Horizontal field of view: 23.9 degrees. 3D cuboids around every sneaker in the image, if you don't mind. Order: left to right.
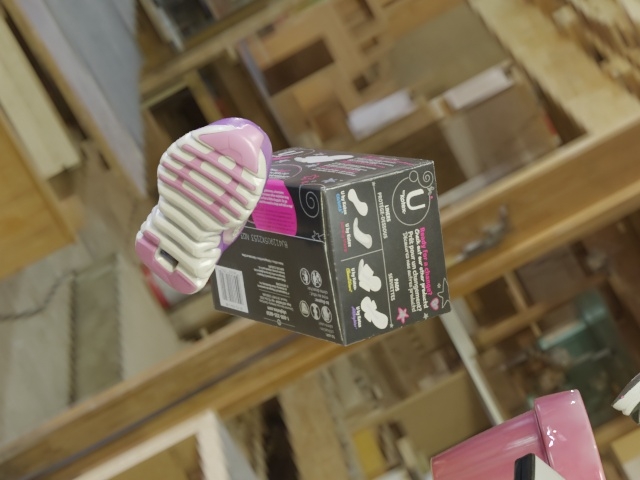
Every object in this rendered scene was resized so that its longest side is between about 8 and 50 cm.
[{"bbox_3d":[-0.096,-0.049,1.411,0.095,0.104,0.236,40,-37,4],"label":"sneaker"},{"bbox_3d":[0.443,0.167,1.842,0.077,0.178,0.072,45,33,6],"label":"sneaker"}]

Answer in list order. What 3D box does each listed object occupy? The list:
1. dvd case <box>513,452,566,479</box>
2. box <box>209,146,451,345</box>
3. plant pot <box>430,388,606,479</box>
[{"bbox_3d":[0.237,0.303,1.187,0.253,0.022,0.180,40,37,-24],"label":"dvd case"},{"bbox_3d":[0.000,0.000,1.545,0.247,0.142,0.163,11,-68,55],"label":"box"},{"bbox_3d":[0.223,0.281,1.671,0.201,0.180,0.201,-15,90,-83],"label":"plant pot"}]
